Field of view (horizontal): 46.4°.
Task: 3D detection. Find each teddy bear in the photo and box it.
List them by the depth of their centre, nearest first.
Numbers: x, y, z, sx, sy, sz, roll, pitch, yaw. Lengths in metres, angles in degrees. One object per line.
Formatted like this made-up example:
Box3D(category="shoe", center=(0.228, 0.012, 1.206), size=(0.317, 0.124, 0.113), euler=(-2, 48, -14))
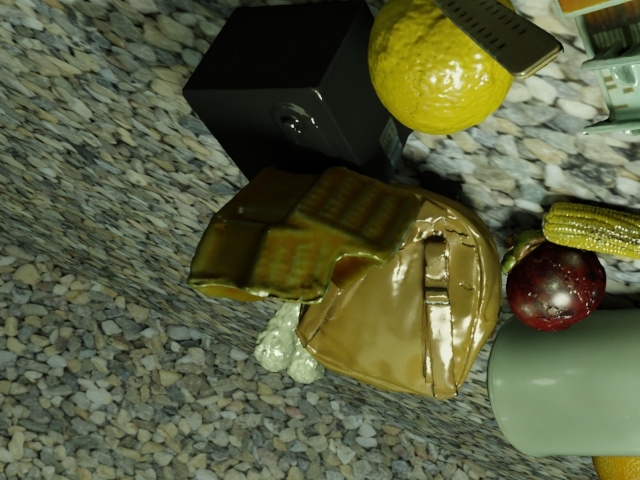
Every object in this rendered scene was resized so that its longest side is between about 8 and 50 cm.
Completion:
Box3D(category="teddy bear", center=(0.112, 0.171, 1.506), size=(0.362, 0.375, 0.327), euler=(24, 172, 38))

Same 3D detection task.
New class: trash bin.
Box3D(category="trash bin", center=(0.511, 0.254, 1.343), size=(0.280, 0.280, 0.432), euler=(38, 150, -27))

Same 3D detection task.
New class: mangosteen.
Box3D(category="mangosteen", center=(0.372, 0.056, 1.226), size=(0.180, 0.166, 0.166), euler=(52, 154, 2))

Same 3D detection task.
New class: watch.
Box3D(category="watch", center=(0.124, -0.273, 0.667), size=(0.268, 0.102, 0.165), euler=(-116, 0, -48))

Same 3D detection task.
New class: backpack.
Box3D(category="backpack", center=(0.144, 0.080, 1.258), size=(0.353, 0.201, 0.378), euler=(22, 116, 5))

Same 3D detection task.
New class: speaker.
Box3D(category="speaker", center=(-0.020, -0.182, 1.062), size=(0.232, 0.184, 0.254), euler=(8, 149, 33))

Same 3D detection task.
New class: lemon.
Box3D(category="lemon", center=(0.139, -0.212, 0.851), size=(0.180, 0.181, 0.193), euler=(20, -174, 11))

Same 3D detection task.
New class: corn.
Box3D(category="corn", center=(0.434, -0.013, 1.114), size=(0.203, 0.072, 0.072), euler=(13, 153, 23))

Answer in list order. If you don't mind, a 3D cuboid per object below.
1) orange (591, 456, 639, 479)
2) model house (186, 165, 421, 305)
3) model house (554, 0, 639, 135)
Box3D(category="orange", center=(0.695, 0.435, 1.544), size=(0.274, 0.274, 0.274), euler=(21, 156, 10))
Box3D(category="model house", center=(-0.003, 0.010, 0.973), size=(0.239, 0.268, 0.173), euler=(6, 132, 32))
Box3D(category="model house", center=(0.323, -0.204, 0.615), size=(0.224, 0.198, 0.215), euler=(-5, 122, 47))
